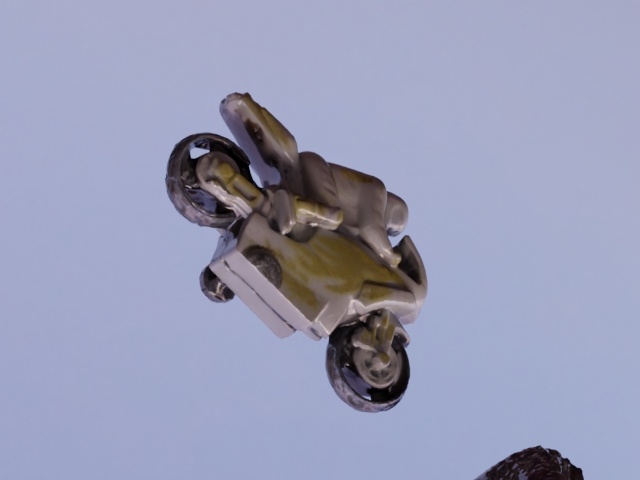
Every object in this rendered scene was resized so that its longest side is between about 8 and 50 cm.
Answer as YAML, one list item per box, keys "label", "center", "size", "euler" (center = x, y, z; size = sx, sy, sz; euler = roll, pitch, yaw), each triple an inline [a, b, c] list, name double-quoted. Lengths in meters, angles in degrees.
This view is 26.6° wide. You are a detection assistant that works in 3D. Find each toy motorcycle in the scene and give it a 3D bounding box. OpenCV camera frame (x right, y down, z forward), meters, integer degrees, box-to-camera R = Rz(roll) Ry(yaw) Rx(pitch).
- label: "toy motorcycle"
  center: [0.000, 0.000, 0.911]
  size: [0.228, 0.074, 0.151]
  euler: [49, -126, -5]

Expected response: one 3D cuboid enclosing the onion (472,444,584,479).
- label: "onion"
  center: [0.192, 0.369, 1.254]
  size: [0.314, 0.280, 0.146]
  euler: [50, -178, 22]
